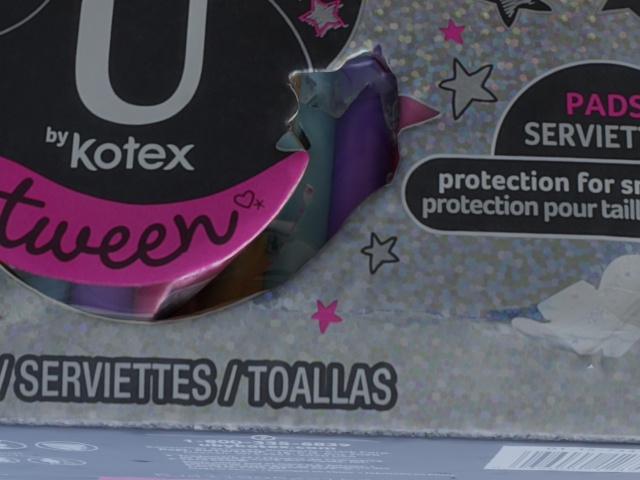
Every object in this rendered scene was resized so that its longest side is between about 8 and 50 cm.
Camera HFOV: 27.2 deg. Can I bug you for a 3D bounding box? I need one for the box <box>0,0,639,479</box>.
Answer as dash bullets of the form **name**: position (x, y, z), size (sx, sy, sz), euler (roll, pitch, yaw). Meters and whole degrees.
- **box**: position (0.000, 0.000, 0.403), size (0.247, 0.142, 0.163), euler (1, 164, 1)
